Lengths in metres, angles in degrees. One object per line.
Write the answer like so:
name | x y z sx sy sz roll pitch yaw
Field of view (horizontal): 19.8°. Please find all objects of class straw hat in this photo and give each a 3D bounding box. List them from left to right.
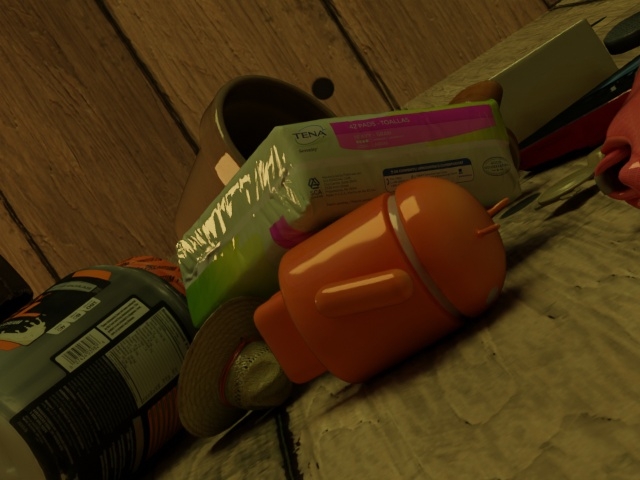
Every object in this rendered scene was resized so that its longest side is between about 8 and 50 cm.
straw hat | -0.057 0.120 1.620 0.061 0.144 0.144 22 42 31

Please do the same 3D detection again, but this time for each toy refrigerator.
toy refrigerator | 0.226 -0.153 2.218 0.269 0.094 0.102 -32 0 0

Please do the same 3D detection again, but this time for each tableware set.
tableware set | 0.278 -0.078 1.687 0.141 0.020 0.168 -27 7 40

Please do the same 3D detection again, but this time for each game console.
game console | 0.405 -0.215 1.926 0.386 0.060 0.342 -35 7 -26

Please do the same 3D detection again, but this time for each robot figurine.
robot figurine | 0.055 0.032 1.469 0.219 0.128 0.158 -31 -37 17

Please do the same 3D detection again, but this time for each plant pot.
plant pot | -0.093 -0.068 2.645 0.229 0.263 0.263 -51 -5 34

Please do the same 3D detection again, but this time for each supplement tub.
supplement tub | -0.234 0.147 1.727 0.193 0.194 0.316 -28 7 38

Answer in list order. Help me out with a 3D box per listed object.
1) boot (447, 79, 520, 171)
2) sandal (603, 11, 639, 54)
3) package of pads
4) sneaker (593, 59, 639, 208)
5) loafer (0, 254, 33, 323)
boot | 0.160 -0.100 2.007 0.220 0.109 0.283 -50 2 -38
sandal | 0.455 -0.272 2.208 0.254 0.054 0.097 -25 10 -23
package of pads | 0.023 -0.023 1.655 0.229 0.101 0.296 -9 -17 -27
sneaker | 0.264 -0.091 1.420 0.136 0.116 0.314 -34 6 7
loafer | -0.397 0.160 1.774 0.366 0.130 0.134 -63 -13 -5
